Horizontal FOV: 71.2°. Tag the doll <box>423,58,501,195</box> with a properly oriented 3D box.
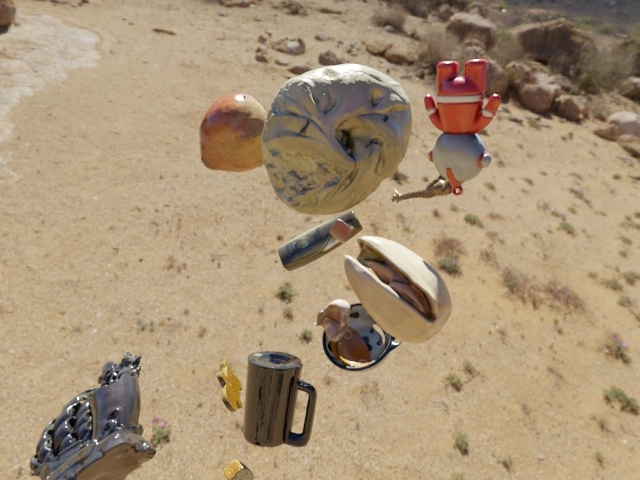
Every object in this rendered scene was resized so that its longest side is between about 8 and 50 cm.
[{"bbox_3d":[0.354,-0.275,1.127,0.200,0.336,0.105,15,29,41],"label":"doll"}]

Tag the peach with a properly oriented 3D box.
[{"bbox_3d":[-0.235,-0.282,1.238,0.233,0.232,0.232,9,30,-5],"label":"peach"}]

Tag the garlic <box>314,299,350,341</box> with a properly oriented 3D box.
[{"bbox_3d":[0.056,0.288,1.608,0.124,0.174,0.099,-14,43,-33],"label":"garlic"}]

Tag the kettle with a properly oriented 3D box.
[{"bbox_3d":[-0.159,0.598,1.695,0.262,0.307,0.203,6,2,-11],"label":"kettle"}]

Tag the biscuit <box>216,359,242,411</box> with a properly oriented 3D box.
[{"bbox_3d":[-0.287,0.465,1.400,0.031,0.138,0.205,-28,17,-4],"label":"biscuit"}]

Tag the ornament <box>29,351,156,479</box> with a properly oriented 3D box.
[{"bbox_3d":[-0.437,0.346,0.846,0.251,0.106,0.260,-39,45,-2],"label":"ornament"}]

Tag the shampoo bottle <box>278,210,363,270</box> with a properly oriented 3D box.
[{"bbox_3d":[0.000,0.000,1.785,0.350,0.084,0.125,-28,58,12],"label":"shampoo bottle"}]

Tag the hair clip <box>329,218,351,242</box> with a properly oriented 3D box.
[{"bbox_3d":[0.055,-0.021,1.296,0.054,0.137,0.022,38,71,5],"label":"hair clip"}]

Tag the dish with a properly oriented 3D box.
[{"bbox_3d":[0.156,0.378,1.685,0.303,0.120,0.303,-11,50,13],"label":"dish"}]

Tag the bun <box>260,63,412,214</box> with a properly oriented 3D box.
[{"bbox_3d":[0.019,-0.136,0.637,0.210,0.237,0.116,30,18,-17],"label":"bun"}]

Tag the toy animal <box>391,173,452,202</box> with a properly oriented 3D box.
[{"bbox_3d":[0.371,-0.186,1.501,0.054,0.276,0.149,39,20,-51],"label":"toy animal"}]

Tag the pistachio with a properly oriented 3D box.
[{"bbox_3d":[0.189,0.118,1.092,0.318,0.193,0.214,45,-10,-9],"label":"pistachio"}]

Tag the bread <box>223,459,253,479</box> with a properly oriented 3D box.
[{"bbox_3d":[-0.285,0.818,1.565,0.077,0.083,0.070,-40,29,-17],"label":"bread"}]
